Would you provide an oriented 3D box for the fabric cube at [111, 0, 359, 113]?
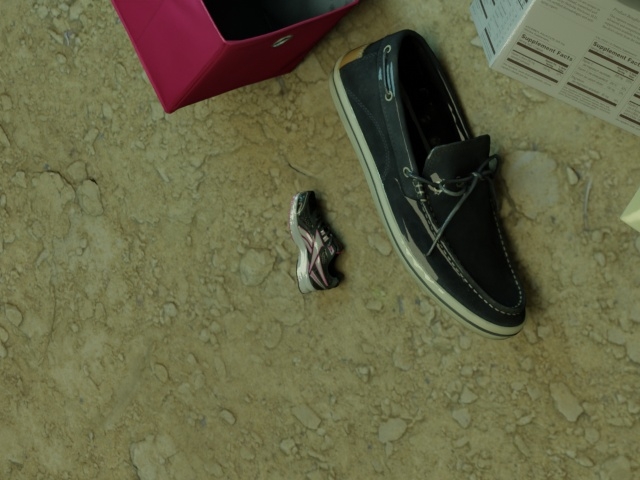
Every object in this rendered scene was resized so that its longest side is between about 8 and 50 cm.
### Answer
[{"bbox_3d":[-0.144,-0.382,1.777,0.259,0.254,0.258,63,148,5],"label":"fabric cube"}]

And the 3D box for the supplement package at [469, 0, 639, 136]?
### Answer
[{"bbox_3d":[0.349,-0.268,1.488,0.262,0.204,0.145,22,119,-15],"label":"supplement package"}]

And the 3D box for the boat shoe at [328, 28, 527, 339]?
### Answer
[{"bbox_3d":[0.181,-0.088,1.725,0.156,0.187,0.500,-33,77,40],"label":"boat shoe"}]

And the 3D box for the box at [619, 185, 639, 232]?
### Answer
[{"bbox_3d":[0.558,-0.056,1.512,0.243,0.117,0.213,36,114,21],"label":"box"}]

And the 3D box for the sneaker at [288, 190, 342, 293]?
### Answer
[{"bbox_3d":[0.000,0.000,1.942,0.077,0.072,0.178,-2,108,22],"label":"sneaker"}]
